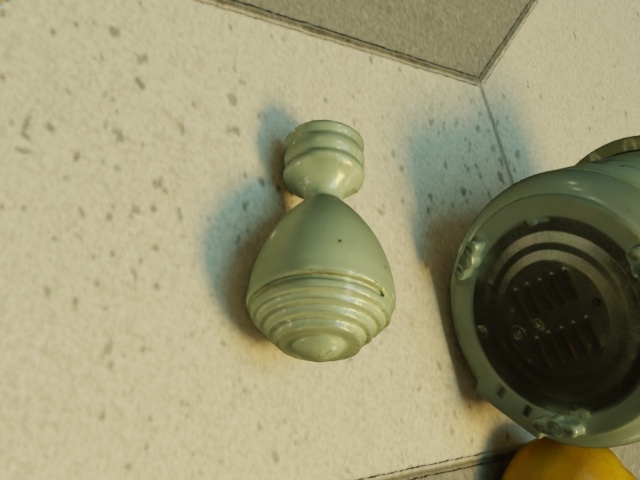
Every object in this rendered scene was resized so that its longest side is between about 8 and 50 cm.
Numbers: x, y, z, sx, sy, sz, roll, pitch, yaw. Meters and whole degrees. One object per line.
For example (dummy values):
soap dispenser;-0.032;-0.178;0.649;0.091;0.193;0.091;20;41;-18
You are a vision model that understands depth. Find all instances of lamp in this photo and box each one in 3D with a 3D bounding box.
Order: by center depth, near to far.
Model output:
lamp;0.000;0.000;0.777;0.106;0.106;0.193;33;44;-41

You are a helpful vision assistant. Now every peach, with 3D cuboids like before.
peach;0.232;0.268;0.971;0.179;0.103;0.179;16;68;-44

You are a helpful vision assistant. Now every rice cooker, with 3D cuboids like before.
rice cooker;0.282;0.045;0.980;0.316;0.264;0.317;-36;144;-32
